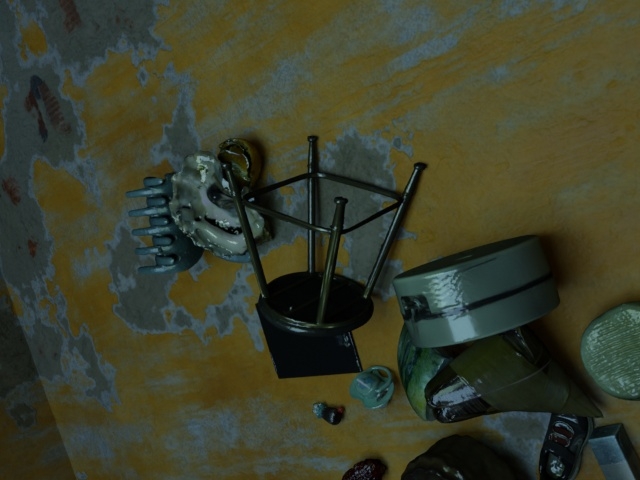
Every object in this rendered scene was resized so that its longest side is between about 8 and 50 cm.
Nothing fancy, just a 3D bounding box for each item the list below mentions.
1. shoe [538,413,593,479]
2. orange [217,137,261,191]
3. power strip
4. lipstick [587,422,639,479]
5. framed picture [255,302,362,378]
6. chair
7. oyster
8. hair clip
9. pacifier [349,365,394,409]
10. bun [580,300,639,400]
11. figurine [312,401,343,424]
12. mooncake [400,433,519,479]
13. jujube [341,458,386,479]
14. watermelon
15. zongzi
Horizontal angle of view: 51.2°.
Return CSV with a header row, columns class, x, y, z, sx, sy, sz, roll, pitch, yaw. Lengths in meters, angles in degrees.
class,x,y,z,sx,sy,sz,roll,pitch,yaw
shoe,0.558,0.478,1.543,0.099,0.112,0.227,17,115,34
orange,-0.232,-0.225,1.944,0.170,0.112,0.160,-1,119,54
power strip,0.325,0.114,1.457,0.357,0.357,0.161,-18,89,39
lipstick,0.702,0.571,1.489,0.068,0.066,0.317,-27,87,39
framed picture,-0.042,0.288,2.011,0.339,0.014,0.255,-14,95,40
chair,0.000,0.000,1.685,0.362,0.365,0.410,19,118,32
oyster,-0.281,-0.084,1.927,0.351,0.114,0.238,35,109,-23
hair clip,-0.442,-0.058,2.076,0.392,0.238,0.318,0,101,38
pacifier,0.157,0.418,1.857,0.150,0.126,0.116,13,148,51
bun,0.665,0.228,1.394,0.221,0.108,0.221,8,102,42
figurine,0.022,0.515,2.010,0.106,0.047,0.060,11,74,42
mooncake,0.350,0.664,1.675,0.324,0.187,0.324,23,122,43
jujube,0.119,0.698,1.954,0.104,0.104,0.166,39,119,22
watermelon,0.299,0.313,1.696,0.261,0.201,0.212,-116,33,-62
zongzi,0.426,0.365,1.490,0.289,0.154,0.317,-42,88,7
